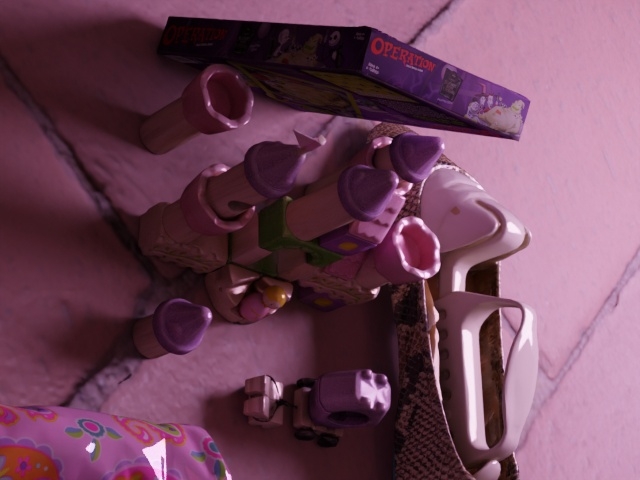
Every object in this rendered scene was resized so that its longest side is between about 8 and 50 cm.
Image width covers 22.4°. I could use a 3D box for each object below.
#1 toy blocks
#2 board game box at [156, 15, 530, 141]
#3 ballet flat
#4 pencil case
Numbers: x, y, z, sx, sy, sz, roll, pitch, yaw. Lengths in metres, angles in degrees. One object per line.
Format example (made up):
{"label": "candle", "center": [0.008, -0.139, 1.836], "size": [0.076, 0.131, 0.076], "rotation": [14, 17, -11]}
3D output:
{"label": "toy blocks", "center": [0.000, 0.000, 1.555], "size": [0.288, 0.260, 0.309], "rotation": [21, 60, -37]}
{"label": "board game box", "center": [0.014, -0.162, 1.586], "size": [0.208, 0.347, 0.056], "rotation": [24, 84, -37]}
{"label": "ballet flat", "center": [0.154, 0.076, 1.723], "size": [0.164, 0.182, 0.483], "rotation": [12, 65, -39]}
{"label": "pencil case", "center": [-0.213, 0.200, 1.380], "size": [0.284, 0.124, 0.124], "rotation": [13, 64, -40]}
